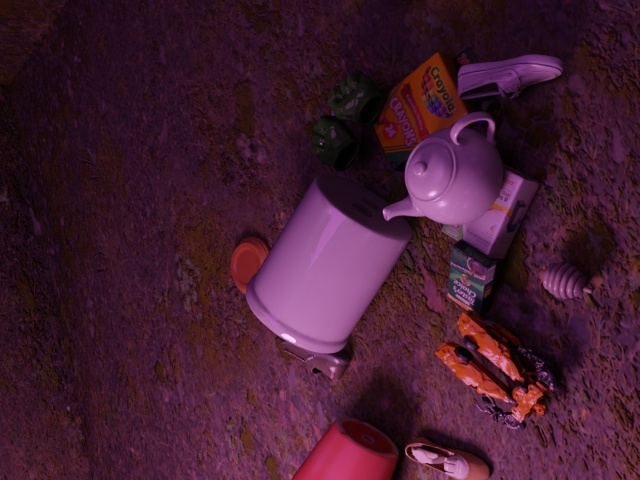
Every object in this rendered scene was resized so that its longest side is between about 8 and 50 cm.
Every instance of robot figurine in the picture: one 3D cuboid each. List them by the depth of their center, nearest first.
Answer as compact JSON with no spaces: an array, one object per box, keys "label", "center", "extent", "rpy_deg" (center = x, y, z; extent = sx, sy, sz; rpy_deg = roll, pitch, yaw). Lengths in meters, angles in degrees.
[{"label":"robot figurine","center":[0.429,0.309,1.694],"extent":[0.291,0.085,0.211],"rpy_deg":[41,117,25]}]

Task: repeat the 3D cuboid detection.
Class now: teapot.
[{"label":"teapot","center":[0.293,-0.162,1.666],"extent":[0.252,0.187,0.256],"rpy_deg":[5,87,48]}]

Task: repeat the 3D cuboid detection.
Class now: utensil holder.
[{"label":"utensil holder","center":[0.024,0.059,1.934],"extent":[0.327,0.327,0.385],"rpy_deg":[47,118,33]}]

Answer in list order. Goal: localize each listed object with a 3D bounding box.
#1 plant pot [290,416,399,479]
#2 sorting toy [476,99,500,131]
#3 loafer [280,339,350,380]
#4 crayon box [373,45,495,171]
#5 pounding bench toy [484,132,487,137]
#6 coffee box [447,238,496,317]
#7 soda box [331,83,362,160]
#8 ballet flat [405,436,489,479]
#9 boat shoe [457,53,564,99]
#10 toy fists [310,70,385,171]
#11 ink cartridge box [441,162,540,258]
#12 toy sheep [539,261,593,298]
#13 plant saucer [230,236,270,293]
[{"label":"plant pot","center":[0.077,0.635,1.923],"extent":[0.275,0.275,0.243],"rpy_deg":[32,99,39]},{"label":"sorting toy","center":[0.409,-0.310,1.746],"extent":[0.061,0.102,0.042],"rpy_deg":[-32,50,-10]},{"label":"loafer","center":[-0.026,0.357,2.122],"extent":[0.251,0.094,0.087],"rpy_deg":[13,93,42]},{"label":"crayon box","center":[0.288,-0.349,1.869],"extent":[0.318,0.081,0.202],"rpy_deg":[-36,65,35]},{"label":"pounding bench toy","center":[0.397,-0.240,1.783],"extent":[0.065,0.052,0.083],"rpy_deg":[30,109,40]},{"label":"coffee box","center":[0.371,0.097,1.741],"extent":[0.113,0.040,0.184],"rpy_deg":[39,148,35]},{"label":"soda box","center":[0.077,-0.345,2.070],"extent":[0.074,0.069,0.216],"rpy_deg":[12,96,42]},{"label":"ballet flat","center":[0.318,0.570,1.812],"extent":[0.232,0.073,0.080],"rpy_deg":[7,94,42]},{"label":"boat shoe","center":[0.452,-0.381,1.694],"extent":[0.258,0.095,0.084],"rpy_deg":[0,76,39]},{"label":"toy fists","center":[0.062,-0.336,1.967],"extent":[0.142,0.096,0.279],"rpy_deg":[50,125,36]},{"label":"ink cartridge box","center":[0.415,-0.082,1.733],"extent":[0.154,0.093,0.212],"rpy_deg":[36,110,39]},{"label":"toy sheep","center":[0.556,0.092,1.600],"extent":[0.132,0.091,0.091],"rpy_deg":[17,100,42]},{"label":"plant saucer","center":[-0.237,0.086,2.366],"extent":[0.200,0.037,0.200],"rpy_deg":[-2,87,42]}]
